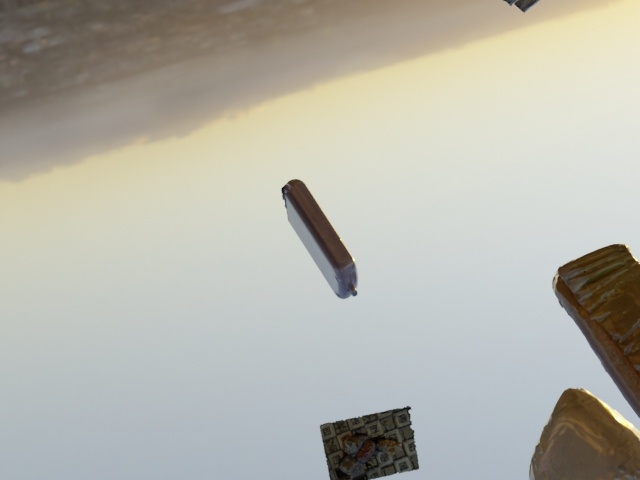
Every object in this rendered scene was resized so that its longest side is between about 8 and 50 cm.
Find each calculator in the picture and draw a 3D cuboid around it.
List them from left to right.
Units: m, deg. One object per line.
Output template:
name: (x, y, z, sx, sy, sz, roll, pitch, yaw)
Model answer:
calculator: (0.000, 0.000, 1.555, 0.032, 0.175, 0.100, -29, 159, -10)

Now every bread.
bread: (0.397, 0.131, 1.476, 0.119, 0.288, 0.152, -38, 172, 8)

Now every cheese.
cheese: (0.392, 0.336, 1.779, 0.154, 0.189, 0.198, 19, -159, -46)

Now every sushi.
sushi: (0.109, 0.431, 2.555, 0.200, 0.139, 0.031, -11, 180, -8)

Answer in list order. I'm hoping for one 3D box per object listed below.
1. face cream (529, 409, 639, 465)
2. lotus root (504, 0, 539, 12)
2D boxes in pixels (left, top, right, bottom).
face cream: (0.469, 0.382, 2.013, 0.175, 0.195, 0.175, -48, 180, 0)
lotus root: (0.322, -0.520, 1.997, 0.250, 0.316, 0.316, -33, -177, 18)
